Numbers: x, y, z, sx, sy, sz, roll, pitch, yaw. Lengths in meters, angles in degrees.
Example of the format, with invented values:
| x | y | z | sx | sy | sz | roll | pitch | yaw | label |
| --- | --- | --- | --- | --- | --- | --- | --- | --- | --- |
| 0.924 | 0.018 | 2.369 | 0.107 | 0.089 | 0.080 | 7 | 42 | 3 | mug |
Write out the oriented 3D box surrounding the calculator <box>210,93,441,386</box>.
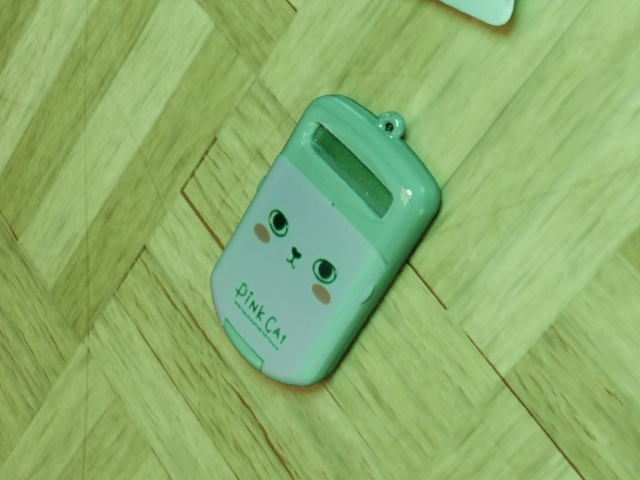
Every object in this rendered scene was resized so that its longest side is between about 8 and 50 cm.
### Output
| x | y | z | sx | sy | sz | roll | pitch | yaw | label |
| --- | --- | --- | --- | --- | --- | --- | --- | --- | --- |
| 0.000 | 0.000 | 1.045 | 0.141 | 0.045 | 0.246 | 48 | 120 | 28 | calculator |

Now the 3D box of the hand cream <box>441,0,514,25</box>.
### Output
| x | y | z | sx | sy | sz | roll | pitch | yaw | label |
| --- | --- | --- | --- | --- | --- | --- | --- | --- | --- |
| 0.099 | -0.343 | 0.906 | 0.185 | 0.118 | 0.359 | 29 | 117 | 36 | hand cream |
